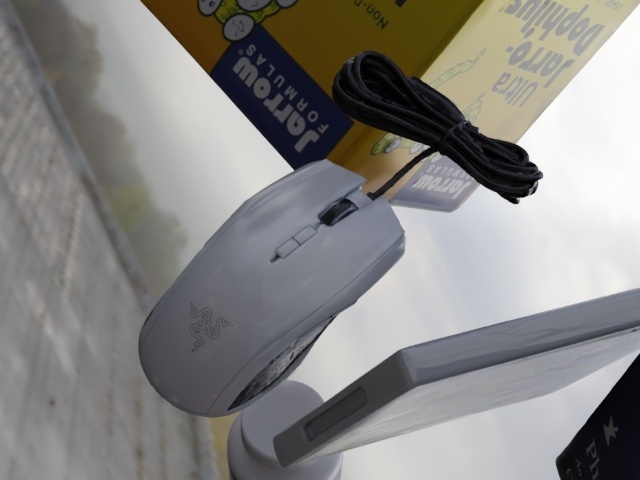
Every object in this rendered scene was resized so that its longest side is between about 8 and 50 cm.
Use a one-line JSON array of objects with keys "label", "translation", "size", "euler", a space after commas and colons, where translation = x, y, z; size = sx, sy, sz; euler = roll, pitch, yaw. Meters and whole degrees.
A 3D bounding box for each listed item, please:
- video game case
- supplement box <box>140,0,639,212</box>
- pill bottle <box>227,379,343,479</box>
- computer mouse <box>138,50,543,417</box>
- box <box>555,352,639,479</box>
[{"label": "video game case", "translation": [0.106, 0.082, 0.883], "size": [0.206, 0.227, 0.026], "euler": [-44, -118, 60]}, {"label": "supplement box", "translation": [0.093, -0.212, 0.856], "size": [0.194, 0.356, 0.195], "euler": [48, 21, 23]}, {"label": "pill bottle", "translation": [-0.029, 0.180, 1.162], "size": [0.169, 0.094, 0.094], "euler": [93, -25, -59]}, {"label": "computer mouse", "translation": [0.000, 0.000, 0.629], "size": [0.106, 0.193, 0.042], "euler": [42, -16, 14]}, {"label": "box", "translation": [0.273, 0.161, 0.667], "size": [0.294, 0.183, 0.296], "euler": [109, -31, -55]}]
